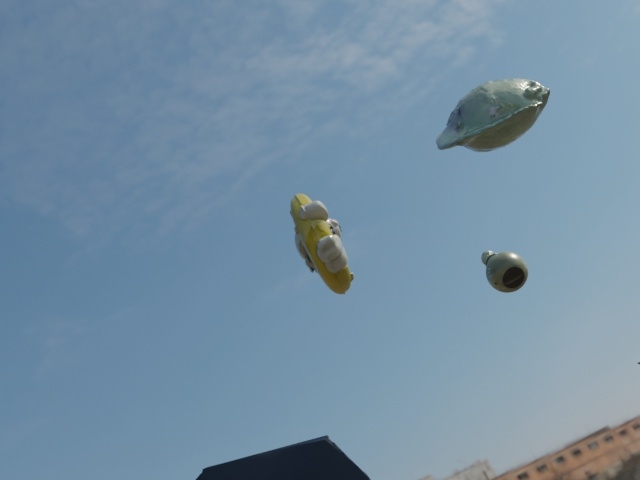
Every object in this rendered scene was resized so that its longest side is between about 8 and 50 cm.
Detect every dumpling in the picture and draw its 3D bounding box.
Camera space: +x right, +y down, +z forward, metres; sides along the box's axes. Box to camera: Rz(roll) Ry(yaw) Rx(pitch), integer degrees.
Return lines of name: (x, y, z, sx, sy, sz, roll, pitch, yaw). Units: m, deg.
dumpling: (0.251, -0.195, 1.237, 0.149, 0.105, 0.216, -2, -3, -29)

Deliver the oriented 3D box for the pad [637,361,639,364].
pad: (0.841, 0.238, 1.723, 0.163, 0.004, 0.243, 17, -39, -36)

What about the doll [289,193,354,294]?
doll: (0.000, 0.000, 1.730, 0.111, 0.237, 0.252, -31, -33, -4)

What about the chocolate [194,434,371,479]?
chocolate: (-0.003, 0.506, 1.044, 0.383, 0.384, 0.331, -33, -50, 13)

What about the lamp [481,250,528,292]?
lamp: (0.402, 0.059, 1.764, 0.090, 0.091, 0.163, -26, 17, -2)
